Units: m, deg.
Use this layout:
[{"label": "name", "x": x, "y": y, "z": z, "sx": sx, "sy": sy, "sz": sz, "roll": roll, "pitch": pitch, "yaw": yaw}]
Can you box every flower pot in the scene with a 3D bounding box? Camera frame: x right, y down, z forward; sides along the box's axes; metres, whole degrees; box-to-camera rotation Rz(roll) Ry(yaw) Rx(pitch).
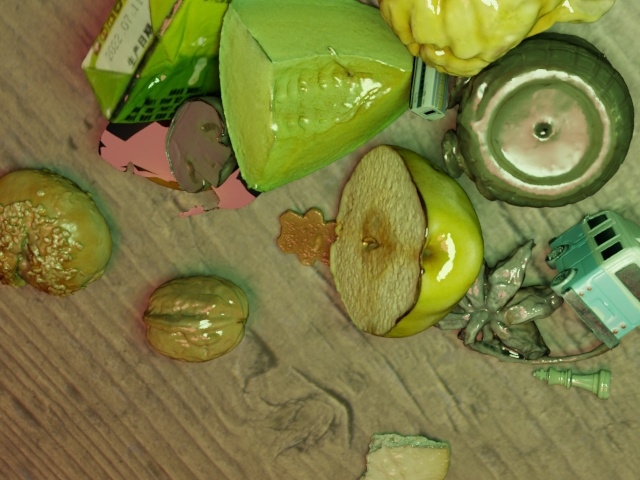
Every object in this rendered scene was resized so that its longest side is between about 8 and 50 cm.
[{"label": "flower pot", "x": 0.352, "y": -0.199, "z": 1.192, "sx": 0.302, "sy": 0.213, "sz": 0.301, "roll": 6, "pitch": 114, "yaw": 14}]

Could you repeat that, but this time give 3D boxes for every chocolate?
[{"label": "chocolate", "x": -0.240, "y": -0.359, "z": 1.263, "sx": 0.137, "sy": 0.301, "sz": 0.289, "roll": 47, "pitch": 118, "yaw": 10}]

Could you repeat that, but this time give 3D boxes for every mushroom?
[{"label": "mushroom", "x": -0.206, "y": -0.186, "z": 1.326, "sx": 0.141, "sy": 0.117, "sz": 0.188, "roll": 31, "pitch": 129, "yaw": 5}]

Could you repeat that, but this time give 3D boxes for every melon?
[{"label": "melon", "x": 0.021, "y": -0.270, "z": 1.244, "sx": 0.226, "sy": 0.344, "sz": 0.331, "roll": 6, "pitch": 107, "yaw": 55}]

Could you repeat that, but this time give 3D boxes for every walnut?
[{"label": "walnut", "x": -0.273, "y": 0.171, "z": 1.562, "sx": 0.245, "sy": 0.198, "sz": 0.198, "roll": 1, "pitch": 113, "yaw": 13}]

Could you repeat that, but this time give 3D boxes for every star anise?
[{"label": "star anise", "x": 0.345, "y": 0.126, "z": 1.375, "sx": 0.359, "sy": 0.139, "sz": 0.315, "roll": -16, "pitch": 113, "yaw": 29}]

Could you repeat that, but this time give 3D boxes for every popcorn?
[{"label": "popcorn", "x": 0.251, "y": -0.442, "z": 1.018, "sx": 0.390, "sy": 0.344, "sz": 0.354, "roll": -23, "pitch": 136, "yaw": 1}]

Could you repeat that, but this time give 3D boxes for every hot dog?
[{"label": "hot dog", "x": -0.267, "y": -0.162, "z": 1.454, "sx": 0.326, "sy": 0.107, "sz": 0.194, "roll": 33, "pitch": 100, "yaw": -5}]

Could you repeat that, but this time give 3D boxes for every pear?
[{"label": "pear", "x": 0.174, "y": 0.005, "z": 1.286, "sx": 0.191, "sy": 0.386, "sz": 0.340, "roll": 2, "pitch": 100, "yaw": -22}]

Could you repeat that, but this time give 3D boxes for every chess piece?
[{"label": "chess piece", "x": 0.507, "y": 0.284, "z": 1.448, "sx": 0.149, "sy": 0.059, "sz": 0.059, "roll": 4, "pitch": 114, "yaw": 21}]

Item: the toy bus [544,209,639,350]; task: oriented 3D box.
[{"label": "toy bus", "x": 0.494, "y": 0.046, "z": 1.229, "sx": 0.165, "sy": 0.271, "sz": 0.133, "roll": -41, "pitch": 96, "yaw": 21}]

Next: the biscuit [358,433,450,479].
[{"label": "biscuit", "x": 0.184, "y": 0.524, "z": 1.660, "sx": 0.265, "sy": 0.040, "sz": 0.188, "roll": -39, "pitch": 100, "yaw": 27}]

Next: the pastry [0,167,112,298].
[{"label": "pastry", "x": -0.632, "y": -0.009, "z": 1.595, "sx": 0.316, "sy": 0.184, "sz": 0.284, "roll": 31, "pitch": 117, "yaw": 3}]

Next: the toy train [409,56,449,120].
[{"label": "toy train", "x": 0.193, "y": -0.328, "z": 1.200, "sx": 0.055, "sy": 0.251, "sz": 0.048, "roll": 17, "pitch": 163, "yaw": -33}]

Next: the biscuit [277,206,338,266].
[{"label": "biscuit", "x": -0.002, "y": -0.006, "z": 1.491, "sx": 0.184, "sy": 0.027, "sz": 0.133, "roll": 3, "pitch": 113, "yaw": 14}]
